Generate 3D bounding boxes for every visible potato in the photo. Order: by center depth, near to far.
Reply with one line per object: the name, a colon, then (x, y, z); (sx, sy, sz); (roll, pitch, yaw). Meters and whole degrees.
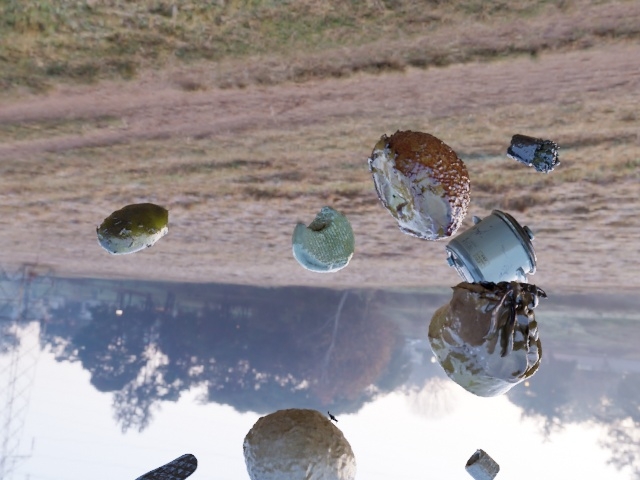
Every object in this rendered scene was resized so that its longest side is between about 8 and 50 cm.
potato: (-0.555, -0.043, 1.899); (0.251, 0.149, 0.113); (-33, 155, -38)

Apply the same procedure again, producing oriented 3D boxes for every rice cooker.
rice cooker: (0.611, 0.043, 2.221); (0.316, 0.317, 0.264); (2, 152, 22)

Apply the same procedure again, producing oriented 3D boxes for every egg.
egg: (-0.056, 0.577, 1.661); (0.310, 0.279, 0.279); (23, 177, 10)

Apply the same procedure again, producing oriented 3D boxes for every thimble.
thimble: (0.563, 0.789, 2.202); (0.090, 0.102, 0.115); (44, 152, 9)

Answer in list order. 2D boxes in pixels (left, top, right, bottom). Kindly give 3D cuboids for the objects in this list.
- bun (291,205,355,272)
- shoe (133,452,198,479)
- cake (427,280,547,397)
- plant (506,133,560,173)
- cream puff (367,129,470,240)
bun: (0.000, 0.000, 1.932); (0.212, 0.204, 0.126); (2, 167, -29)
shoe: (-0.381, 0.584, 1.551); (0.179, 0.071, 0.049); (-29, 169, -10)
cake: (0.509, 0.239, 1.777); (0.332, 0.333, 0.321); (8, 141, -27)
plant: (0.595, -0.244, 1.756); (0.143, 0.092, 0.094); (26, -166, 25)
cream puff: (0.294, -0.163, 1.778); (0.228, 0.351, 0.350); (-28, -178, -15)
